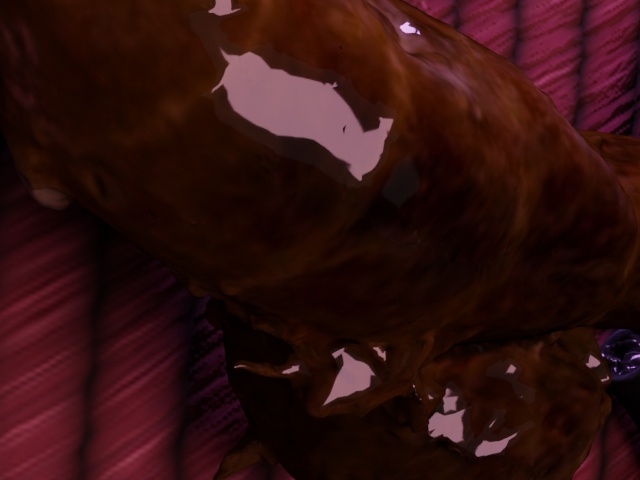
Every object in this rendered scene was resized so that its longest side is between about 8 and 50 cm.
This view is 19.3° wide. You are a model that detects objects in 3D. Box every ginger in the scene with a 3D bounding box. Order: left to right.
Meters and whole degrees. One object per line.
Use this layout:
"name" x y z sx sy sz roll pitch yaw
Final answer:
"ginger" 0.000 0.000 0.834 0.418 0.176 0.254 30 100 -41

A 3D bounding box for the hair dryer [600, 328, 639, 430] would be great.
"hair dryer" 0.268 0.188 1.149 0.235 0.091 0.271 46 17 -31
